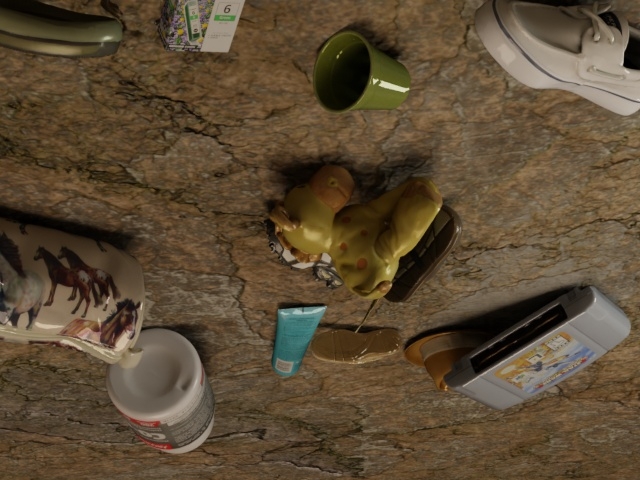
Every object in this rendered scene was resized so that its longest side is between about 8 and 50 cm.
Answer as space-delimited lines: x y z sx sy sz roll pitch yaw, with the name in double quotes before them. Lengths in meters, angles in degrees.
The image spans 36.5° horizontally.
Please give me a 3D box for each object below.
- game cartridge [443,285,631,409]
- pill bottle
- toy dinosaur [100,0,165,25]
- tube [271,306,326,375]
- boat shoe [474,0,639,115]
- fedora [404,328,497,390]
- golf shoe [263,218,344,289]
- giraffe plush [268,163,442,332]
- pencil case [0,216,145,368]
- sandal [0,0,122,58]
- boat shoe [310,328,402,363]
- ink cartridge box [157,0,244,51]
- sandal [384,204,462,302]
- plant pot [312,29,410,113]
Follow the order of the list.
"game cartridge" 0.379 0.193 1.671 0.297 0.062 0.198 -36 138 21
"pill bottle" -0.274 0.279 1.725 0.161 0.161 0.283 -4 153 0
"toy dinosaur" -0.157 -0.243 0.847 0.183 0.053 0.092 12 135 -42
"tube" -0.046 0.166 1.662 0.080 0.052 0.207 -7 150 -16
"boat shoe" 0.258 -0.195 0.946 0.258 0.095 0.084 5 150 -40
"fedora" 0.246 0.225 1.773 0.194 0.079 0.194 -3 154 -1
"golf shoe" 0.000 0.000 1.319 0.094 0.077 0.198 -29 152 22
"giraffe plush" 0.028 -0.019 1.201 0.170 0.210 0.181 33 160 0
"pencil case" -0.420 0.061 1.255 0.410 0.184 0.160 15 147 -34
"sandal" -0.314 -0.223 0.810 0.302 0.120 0.086 10 112 -14
"boat shoe" 0.057 0.190 1.691 0.170 0.063 0.059 0 155 -22
"ink cartridge box" -0.098 -0.216 0.844 0.062 0.029 0.115 -4 143 -28
"sandal" 0.140 0.018 1.371 0.060 0.090 0.219 -12 155 -36
"plant pot" 0.048 -0.164 0.991 0.079 0.083 0.083 7 154 -45
